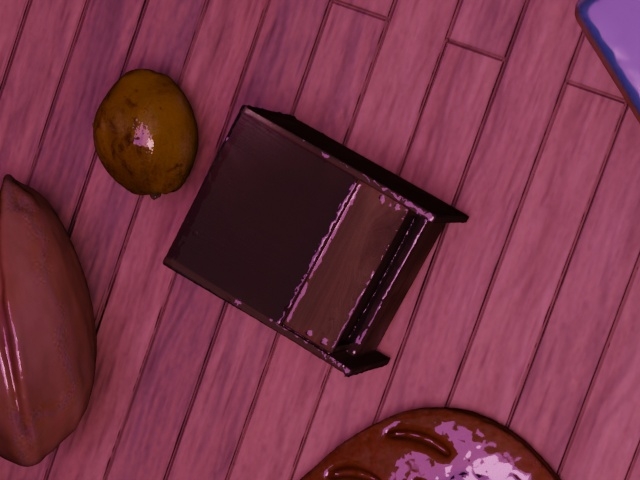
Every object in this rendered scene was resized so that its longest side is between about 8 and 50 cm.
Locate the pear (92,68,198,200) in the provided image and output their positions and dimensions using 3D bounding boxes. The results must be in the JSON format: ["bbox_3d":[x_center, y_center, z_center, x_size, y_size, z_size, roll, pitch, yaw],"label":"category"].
[{"bbox_3d":[-0.175,-0.105,1.693,0.107,0.107,0.131,-6,83,16],"label":"pear"}]

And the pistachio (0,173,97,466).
[{"bbox_3d":[-0.311,0.081,1.696,0.162,0.181,0.293,-8,83,-1],"label":"pistachio"}]

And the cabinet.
[{"bbox_3d":[0.000,0.000,1.627,0.215,0.148,0.174,30,99,17],"label":"cabinet"}]

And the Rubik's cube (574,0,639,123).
[{"bbox_3d":[0.445,-0.129,1.389,0.346,0.344,0.347,-32,88,12],"label":"Rubik's cube"}]

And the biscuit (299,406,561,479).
[{"bbox_3d":[0.091,0.346,1.654,0.367,0.063,0.314,-42,79,12],"label":"biscuit"}]
